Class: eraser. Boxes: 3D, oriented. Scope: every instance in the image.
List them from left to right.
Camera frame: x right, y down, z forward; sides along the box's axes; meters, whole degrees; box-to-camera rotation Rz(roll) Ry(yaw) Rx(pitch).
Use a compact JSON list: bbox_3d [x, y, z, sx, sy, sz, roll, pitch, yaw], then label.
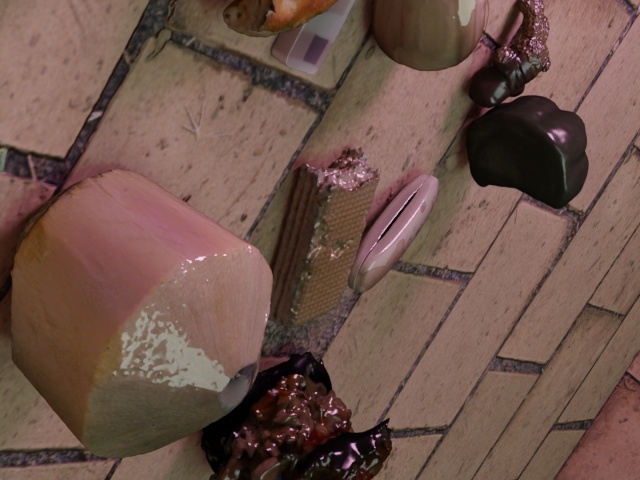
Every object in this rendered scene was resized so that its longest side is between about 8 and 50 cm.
[{"bbox_3d":[-0.006,-0.229,1.191,0.065,0.026,0.105,6,117,-55],"label":"eraser"}]

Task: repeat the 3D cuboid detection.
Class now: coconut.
[{"bbox_3d":[-0.161,0.076,1.066,0.239,0.244,0.239,-36,147,-28],"label":"coconut"}]

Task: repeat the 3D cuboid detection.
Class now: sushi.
[{"bbox_3d":[-0.027,0.288,1.524,0.238,0.219,0.225,-43,146,-20],"label":"sushi"}]

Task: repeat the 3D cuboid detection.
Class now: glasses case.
[{"bbox_3d":[0.099,-0.011,1.530,0.204,0.051,0.081,-51,161,-30],"label":"glasses case"}]

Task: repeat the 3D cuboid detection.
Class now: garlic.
[{"bbox_3d":[0.129,-0.270,1.258,0.128,0.115,0.207,-23,137,-33],"label":"garlic"}]

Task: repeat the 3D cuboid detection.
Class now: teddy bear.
[{"bbox_3d":[0.269,-0.241,1.530,0.160,0.078,0.119,-55,155,0],"label":"teddy bear"}]

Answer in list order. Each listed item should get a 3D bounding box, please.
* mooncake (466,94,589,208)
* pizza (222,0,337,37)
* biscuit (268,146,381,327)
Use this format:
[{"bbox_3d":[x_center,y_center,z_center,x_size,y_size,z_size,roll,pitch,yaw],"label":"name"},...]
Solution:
[{"bbox_3d":[0.293,-0.120,1.593,0.104,0.175,0.168,-33,165,-41],"label":"mooncake"},{"bbox_3d":[0.017,-0.334,1.045,0.335,0.086,0.226,-50,155,-7],"label":"pizza"},{"bbox_3d":[0.000,0.000,1.412,0.108,0.062,0.239,-22,138,-44],"label":"biscuit"}]
